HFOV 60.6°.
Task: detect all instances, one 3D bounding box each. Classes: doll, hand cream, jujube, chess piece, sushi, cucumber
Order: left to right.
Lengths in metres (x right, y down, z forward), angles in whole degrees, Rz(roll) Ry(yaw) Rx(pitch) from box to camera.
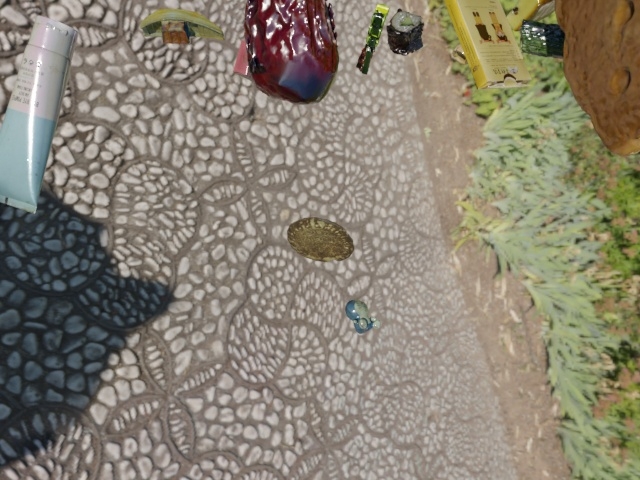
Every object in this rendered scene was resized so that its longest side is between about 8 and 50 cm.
[{"bbox_3d":[-0.477,-0.207,0.913,0.070,0.111,0.313,-6,114,-83],"label":"hand cream"},{"bbox_3d":[-0.081,-0.552,1.501,0.258,0.258,0.377,-8,92,-47],"label":"jujube"},{"bbox_3d":[0.088,0.173,1.254,0.076,0.050,0.083,8,48,-51],"label":"doll"},{"bbox_3d":[0.218,-0.544,1.435,0.094,0.098,0.084,-42,147,-16],"label":"sushi"},{"bbox_3d":[0.380,-0.494,1.349,0.122,0.066,0.066,-47,123,-6],"label":"chess piece"},{"bbox_3d":[0.414,-0.316,0.876,0.058,0.186,0.058,14,90,-70],"label":"cucumber"}]

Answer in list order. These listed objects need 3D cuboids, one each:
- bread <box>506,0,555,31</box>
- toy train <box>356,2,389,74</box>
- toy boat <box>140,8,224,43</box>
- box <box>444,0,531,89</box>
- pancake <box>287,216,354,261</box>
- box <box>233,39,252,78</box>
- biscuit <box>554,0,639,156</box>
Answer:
[{"bbox_3d":[0.518,-0.551,1.260,0.226,0.088,0.049,-33,79,-35],"label":"bread"},{"bbox_3d":[0.176,-0.682,1.874,0.053,0.250,0.085,22,58,1],"label":"toy train"},{"bbox_3d":[-0.292,-0.448,1.162,0.172,0.065,0.066,-1,80,-6],"label":"toy boat"},{"bbox_3d":[0.197,-0.245,0.653,0.073,0.020,0.149,-9,75,-27],"label":"box"},{"bbox_3d":[0.000,0.001,1.475,0.199,0.199,0.021,44,47,-35],"label":"pancake"},{"bbox_3d":[-0.214,-0.584,1.810,0.156,0.059,0.112,-2,110,-64],"label":"box"},{"bbox_3d":[0.380,-0.260,0.640,0.269,0.051,0.376,93,-9,-55],"label":"biscuit"}]
